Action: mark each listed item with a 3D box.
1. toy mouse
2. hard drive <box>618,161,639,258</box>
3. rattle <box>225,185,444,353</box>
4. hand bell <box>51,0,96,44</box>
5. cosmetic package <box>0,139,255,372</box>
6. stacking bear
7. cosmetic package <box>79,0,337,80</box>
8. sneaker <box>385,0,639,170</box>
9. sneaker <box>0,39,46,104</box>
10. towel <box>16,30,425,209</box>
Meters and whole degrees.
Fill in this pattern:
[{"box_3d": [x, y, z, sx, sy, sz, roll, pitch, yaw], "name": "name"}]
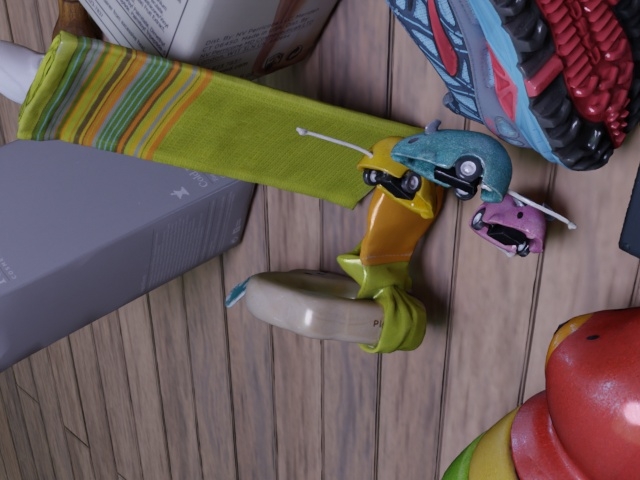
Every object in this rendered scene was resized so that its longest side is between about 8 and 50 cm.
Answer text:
[{"box_3d": [0.088, -0.029, 0.515, 0.161, 0.031, 0.143, 34, 167, -34], "name": "toy mouse"}, {"box_3d": [0.215, -0.009, 0.450, 0.135, 0.022, 0.094, 30, 134, 34], "name": "hard drive"}, {"box_3d": [0.000, 0.000, 0.670, 0.199, 0.130, 0.143, -149, 52, -71], "name": "rattle"}, {"box_3d": [-0.203, -0.199, 0.766, 0.126, 0.126, 0.242, 49, 153, 15], "name": "hand bell"}, {"box_3d": [-0.180, -0.017, 0.723, 0.127, 0.238, 0.107, 44, 140, 20], "name": "cosmetic package"}, {"box_3d": [0.145, 0.151, 0.534, 0.164, 0.175, 0.289, 44, 132, 25], "name": "stacking bear"}, {"box_3d": [-0.040, -0.232, 0.515, 0.153, 0.129, 0.296, 53, 143, 12], "name": "cosmetic package"}, {"box_3d": [0.060, -0.140, 0.432, 0.125, 0.104, 0.262, 23, 151, 46], "name": "sneaker"}, {"box_3d": [-0.207, -0.134, 0.787, 0.061, 0.152, 0.054, -33, 45, 43], "name": "sneaker"}, {"box_3d": [-0.058, -0.066, 0.580, 0.102, 0.237, 0.021, -37, 48, 54], "name": "towel"}]
